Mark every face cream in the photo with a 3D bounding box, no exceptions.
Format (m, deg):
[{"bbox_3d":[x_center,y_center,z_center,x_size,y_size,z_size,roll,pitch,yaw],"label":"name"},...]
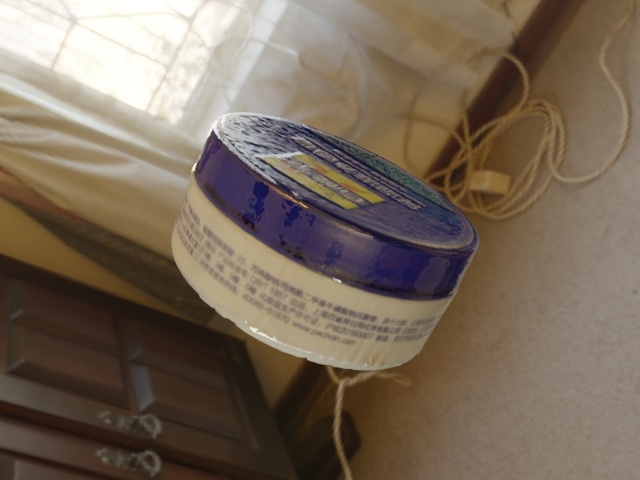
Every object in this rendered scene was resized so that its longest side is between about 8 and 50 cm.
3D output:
[{"bbox_3d":[0.000,0.000,0.653,0.111,0.206,0.206,-66,26,18],"label":"face cream"}]
